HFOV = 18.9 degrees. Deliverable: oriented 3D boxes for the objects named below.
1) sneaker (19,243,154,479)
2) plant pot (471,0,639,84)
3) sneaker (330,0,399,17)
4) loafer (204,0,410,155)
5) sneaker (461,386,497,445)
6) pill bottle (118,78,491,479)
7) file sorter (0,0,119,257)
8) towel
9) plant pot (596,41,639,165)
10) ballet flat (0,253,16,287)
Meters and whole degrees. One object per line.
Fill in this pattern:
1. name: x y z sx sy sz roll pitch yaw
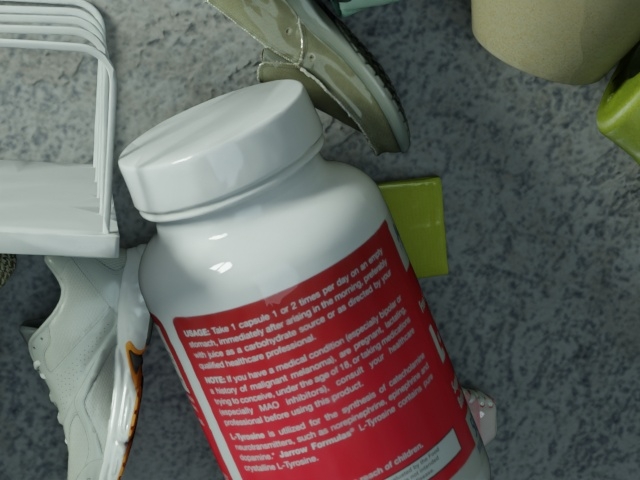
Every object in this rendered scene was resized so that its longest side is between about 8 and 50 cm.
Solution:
1. sneaker: -0.223 0.123 1.773 0.121 0.099 0.262 10 97 -3
2. plant pot: 0.235 -0.283 1.654 0.257 0.256 0.274 14 120 -12
3. sneaker: 0.024 -0.317 1.665 0.151 0.094 0.255 -24 111 -7
4. loafer: -0.015 -0.166 1.718 0.087 0.094 0.251 -39 98 10
5. sneaker: 0.125 0.149 1.847 0.070 0.051 0.134 -30 107 -6
6. pill bottle: -0.020 0.077 1.686 0.229 0.229 0.407 -23 108 -1
7. file sorter: -0.266 -0.103 1.596 0.193 0.277 0.173 2 104 -9
8. towel: 0.000 0.000 1.800 0.237 0.021 0.102 -8 111 -6
9. plant pot: 0.448 -0.100 1.687 0.353 0.366 0.366 33 99 -4
10. ballet flat: -0.410 0.193 1.737 0.182 0.164 0.482 23 100 -30
